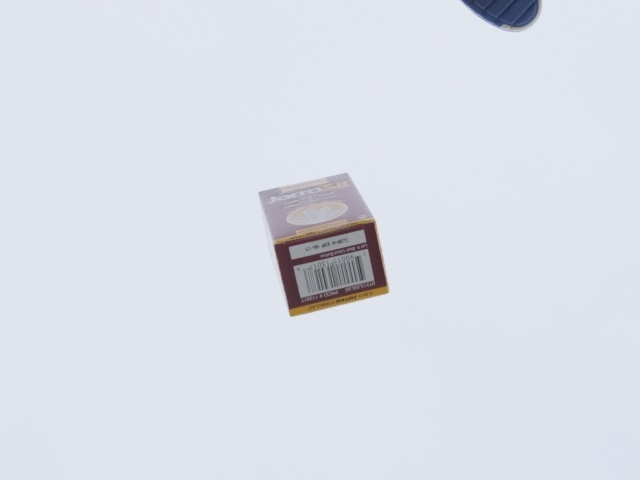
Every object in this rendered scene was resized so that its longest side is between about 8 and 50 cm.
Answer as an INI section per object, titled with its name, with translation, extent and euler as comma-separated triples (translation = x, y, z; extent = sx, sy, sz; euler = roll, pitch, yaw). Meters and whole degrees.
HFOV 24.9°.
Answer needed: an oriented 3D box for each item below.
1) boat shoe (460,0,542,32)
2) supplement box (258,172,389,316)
[boat shoe]
translation = 0.124, -0.249, 1.260
extent = 0.066, 0.066, 0.183
euler = -41, -101, 1
[supplement box]
translation = 0.000, 0.000, 1.474
extent = 0.104, 0.080, 0.188
euler = -13, -161, -4
